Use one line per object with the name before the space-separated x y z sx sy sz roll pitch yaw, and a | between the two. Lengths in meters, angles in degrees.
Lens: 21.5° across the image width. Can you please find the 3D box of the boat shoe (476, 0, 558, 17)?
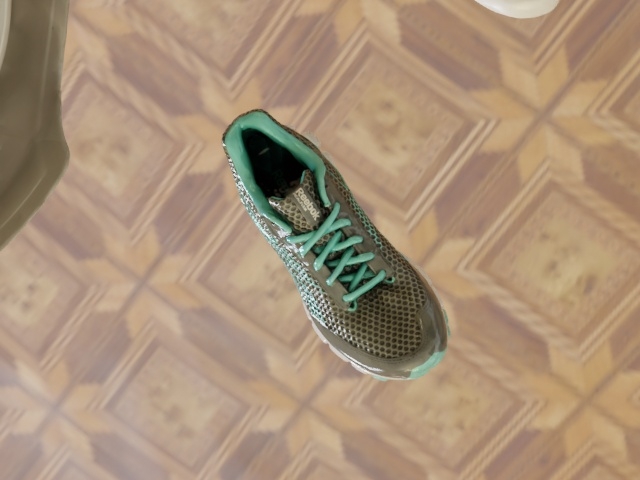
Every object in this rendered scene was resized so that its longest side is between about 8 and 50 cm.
boat shoe | 0.095 -0.210 0.973 0.066 0.184 0.063 -7 145 -8

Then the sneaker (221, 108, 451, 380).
sneaker | 0.000 0.000 0.836 0.065 0.076 0.166 -40 66 1

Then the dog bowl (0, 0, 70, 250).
dog bowl | -0.282 -0.124 0.831 0.349 0.102 0.348 -6 107 -21
